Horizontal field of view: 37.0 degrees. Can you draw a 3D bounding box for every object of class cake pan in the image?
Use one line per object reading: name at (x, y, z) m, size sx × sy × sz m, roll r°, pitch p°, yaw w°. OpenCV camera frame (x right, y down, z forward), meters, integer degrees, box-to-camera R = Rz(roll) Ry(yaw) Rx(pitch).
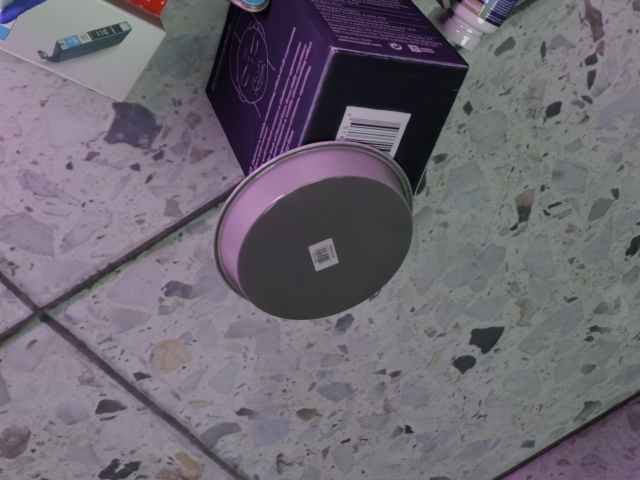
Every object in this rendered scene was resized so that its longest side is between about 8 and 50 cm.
cake pan at (0.000, 0.000, 1.307) m, size 0.293 × 0.054 × 0.293 m, roll -12°, pitch 132°, yaw -14°

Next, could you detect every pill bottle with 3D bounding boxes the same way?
pill bottle at (0.278, -0.407, 1.605) m, size 0.094 × 0.094 × 0.169 m, roll 17°, pitch 118°, yaw -33°

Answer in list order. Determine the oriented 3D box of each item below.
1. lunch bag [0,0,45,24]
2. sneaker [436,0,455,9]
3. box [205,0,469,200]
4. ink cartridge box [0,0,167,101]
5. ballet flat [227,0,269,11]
lunch bag at (-0.435, -0.479, 1.089) m, size 0.239 × 0.385 × 0.328 m, roll -40°, pitch 145°, yaw -43°
sneaker at (0.217, -0.483, 1.526) m, size 0.118 × 0.083 × 0.222 m, roll -24°, pitch 131°, yaw -5°
box at (0.002, -0.235, 1.418) m, size 0.212 × 0.395 × 0.293 m, roll 2°, pitch 128°, yaw -26°
ink cartridge box at (-0.355, -0.371, 1.380) m, size 0.296 × 0.066 × 0.261 m, roll 21°, pitch 116°, yaw -35°
ballet flat at (-0.143, -0.396, 1.370) m, size 0.072 × 0.213 × 0.068 m, roll -29°, pitch 165°, yaw -26°
